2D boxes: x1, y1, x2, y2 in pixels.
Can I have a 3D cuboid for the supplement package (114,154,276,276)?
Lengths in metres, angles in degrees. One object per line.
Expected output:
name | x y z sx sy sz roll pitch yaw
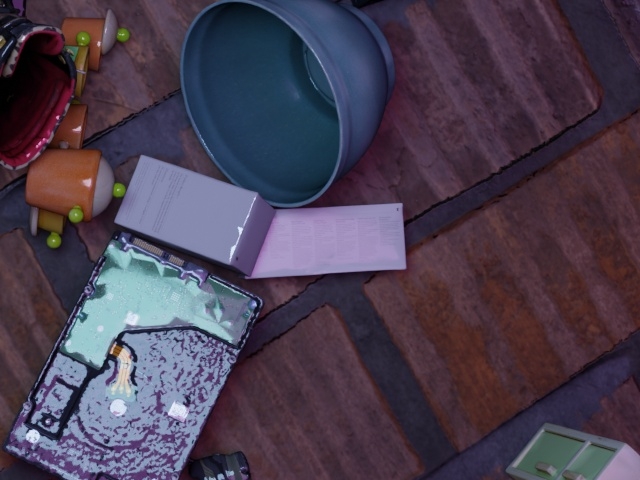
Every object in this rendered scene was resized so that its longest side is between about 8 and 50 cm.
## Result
supplement package | -0.169 -0.033 1.843 0.179 0.105 0.105 20 82 16

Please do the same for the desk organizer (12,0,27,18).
desk organizer | -0.427 -0.325 1.849 0.050 0.047 0.130 3 88 -17

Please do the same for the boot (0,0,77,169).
boot | -0.409 -0.293 1.685 0.138 0.284 0.377 7 111 -45

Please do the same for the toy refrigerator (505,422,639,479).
toy refrigerator | 0.369 0.334 1.924 0.094 0.269 0.102 44 80 -10

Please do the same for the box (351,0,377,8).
box | 0.123 -0.408 1.936 0.156 0.158 0.093 -20 94 -14

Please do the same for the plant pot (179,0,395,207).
plant pot | -0.021 -0.217 1.852 0.196 0.293 0.293 -32 97 -40

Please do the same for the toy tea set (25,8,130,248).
toy tea set | -0.307 -0.157 1.801 0.124 0.200 0.336 9 81 -7

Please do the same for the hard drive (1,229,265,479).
hard drive | -0.251 0.184 1.843 0.237 0.064 0.339 25 79 -1

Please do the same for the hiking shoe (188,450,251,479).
hiking shoe | -0.153 0.410 1.894 0.114 0.086 0.227 0 83 -1

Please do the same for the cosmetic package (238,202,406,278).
cosmetic package | 0.000 0.000 1.944 0.239 0.060 0.099 -3 91 -14
